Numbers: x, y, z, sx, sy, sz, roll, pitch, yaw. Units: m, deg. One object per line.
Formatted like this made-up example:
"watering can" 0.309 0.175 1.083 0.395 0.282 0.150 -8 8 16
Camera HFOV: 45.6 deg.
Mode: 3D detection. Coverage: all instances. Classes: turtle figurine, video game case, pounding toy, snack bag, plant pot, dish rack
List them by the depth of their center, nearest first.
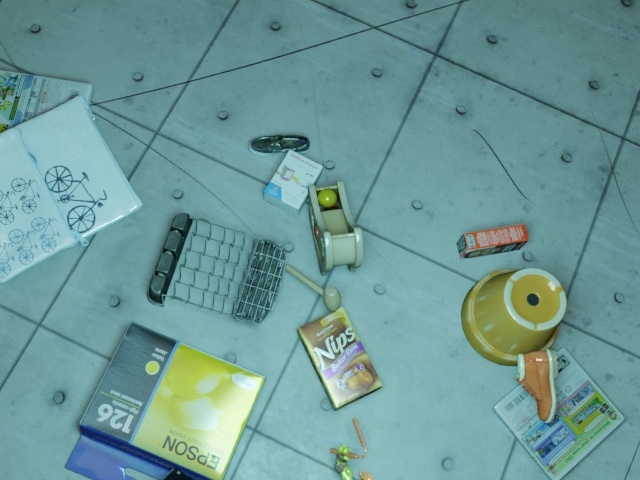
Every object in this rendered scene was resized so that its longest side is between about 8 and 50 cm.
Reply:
"turtle figurine" 0.024 0.495 1.480 0.217 0.087 0.270 -13 81 -1
"plant pot" 0.415 0.143 1.583 0.205 0.188 0.205 2 70 -5
"pounding toy" 0.000 0.000 1.596 0.154 0.154 0.270 -7 59 -8
"video game case" 0.500 0.364 1.602 0.212 0.023 0.193 -35 77 -16
"dish rack" -0.215 0.064 1.620 0.271 0.074 0.208 17 71 -1
"snack bag" -0.591 -0.119 1.630 0.342 0.037 0.323 -28 76 -13
"video game case" -0.689 -0.223 1.695 0.299 0.036 0.329 8 71 -2

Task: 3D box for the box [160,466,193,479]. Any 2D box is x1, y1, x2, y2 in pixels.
"box" -0.293 0.521 1.384 0.093 0.156 0.158 35 94 6

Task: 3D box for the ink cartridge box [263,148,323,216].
"ink cartridge box" -0.061 -0.130 1.709 0.088 0.052 0.123 27 70 5

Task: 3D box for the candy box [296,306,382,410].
"candy box" 0.037 0.245 1.587 0.109 0.053 0.187 -24 73 -12

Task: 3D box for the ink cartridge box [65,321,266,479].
"ink cartridge box" -0.305 0.358 1.511 0.303 0.072 0.307 22 68 2

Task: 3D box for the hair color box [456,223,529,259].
"hair color box" 0.381 0.003 1.691 0.141 0.072 0.043 -9 72 -7

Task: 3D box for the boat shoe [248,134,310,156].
"boat shoe" -0.093 -0.222 1.744 0.142 0.040 0.049 -2 71 -6

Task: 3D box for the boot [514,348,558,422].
"boot" 0.439 0.299 1.558 0.084 0.059 0.158 -5 101 3
